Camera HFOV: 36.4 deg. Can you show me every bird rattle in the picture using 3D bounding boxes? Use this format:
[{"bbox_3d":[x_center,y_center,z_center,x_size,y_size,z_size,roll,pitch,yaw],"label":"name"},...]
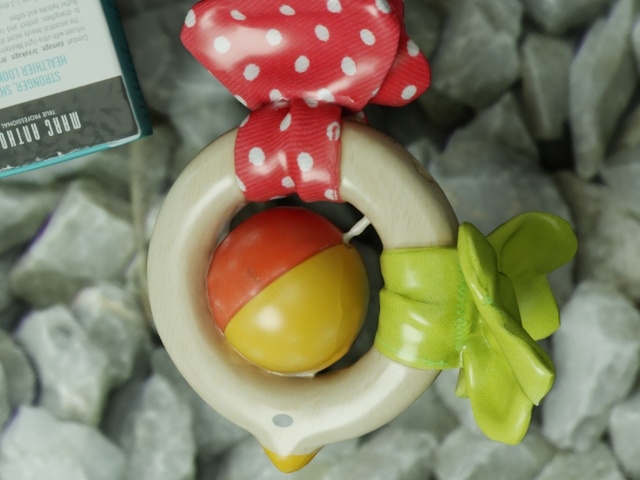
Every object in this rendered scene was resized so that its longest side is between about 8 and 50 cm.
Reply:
[{"bbox_3d":[0.000,0.000,0.471,0.207,0.143,0.253,-41,91,15],"label":"bird rattle"}]

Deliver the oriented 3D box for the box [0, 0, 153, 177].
[{"bbox_3d":[-0.165,-0.155,0.471,0.100,0.060,0.244,-15,98,0],"label":"box"}]
